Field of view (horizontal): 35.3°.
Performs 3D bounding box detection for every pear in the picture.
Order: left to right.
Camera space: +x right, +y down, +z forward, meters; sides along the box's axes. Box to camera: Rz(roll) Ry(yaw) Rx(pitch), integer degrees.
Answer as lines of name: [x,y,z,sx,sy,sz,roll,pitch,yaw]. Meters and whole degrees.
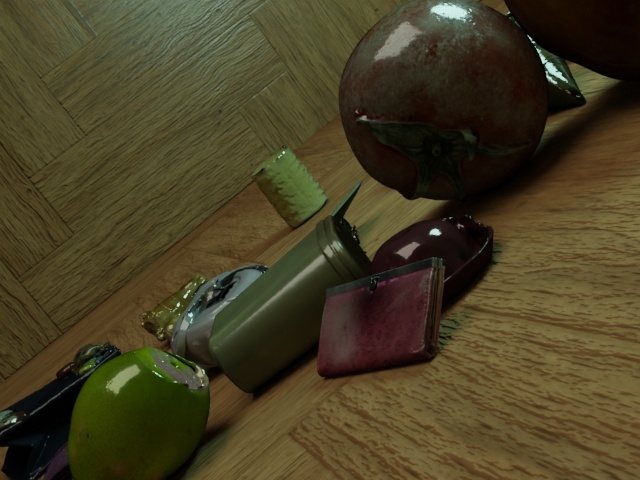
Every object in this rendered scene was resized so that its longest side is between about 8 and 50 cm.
pear: [-0.255,0.255,1.372,0.220,0.187,0.187,-57,7,12]

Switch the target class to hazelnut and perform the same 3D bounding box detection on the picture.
hazelnut: [0.424,-0.409,1.468,0.365,0.366,0.366,-36,11,8]

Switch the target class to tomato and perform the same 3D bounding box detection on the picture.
tomato: [0.185,-0.211,1.520,0.316,0.316,0.283,-30,35,33]

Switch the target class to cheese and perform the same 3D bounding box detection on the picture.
cheese: [-0.074,-0.125,2.363,0.123,0.167,0.094,-47,16,-28]

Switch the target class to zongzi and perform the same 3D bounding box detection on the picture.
zongzi: [0.328,-0.243,1.773,0.286,0.138,0.300,-45,34,24]

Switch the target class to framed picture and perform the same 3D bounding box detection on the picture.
framed picture: [0.000,0.000,1.846,0.231,0.010,0.173,-51,-8,-52]

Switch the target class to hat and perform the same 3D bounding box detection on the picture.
hat: [0.127,0.028,1.302,0.205,0.089,0.205,-35,11,8]

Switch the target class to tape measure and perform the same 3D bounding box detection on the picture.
tape measure: [-0.156,0.128,1.718,0.197,0.120,0.236,-28,18,32]

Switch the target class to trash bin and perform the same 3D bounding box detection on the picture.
trash bin: [-0.039,0.094,1.494,0.247,0.121,0.243,-40,10,5]

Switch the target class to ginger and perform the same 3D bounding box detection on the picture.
ginger: [-0.316,0.156,2.188,0.115,0.081,0.205,-28,17,32]

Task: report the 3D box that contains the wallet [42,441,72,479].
wallet: [-0.445,0.385,1.784,0.111,0.030,0.166,-35,11,6]

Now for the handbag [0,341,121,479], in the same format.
handbag: [-0.531,0.334,2.047,0.329,0.122,0.303,-40,11,-23]

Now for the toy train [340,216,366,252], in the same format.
toy train: [0.034,0.019,1.731,0.085,0.053,0.250,-42,10,7]

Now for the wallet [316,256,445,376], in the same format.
wallet: [0.068,0.098,1.222,0.232,0.025,0.119,-21,57,55]
